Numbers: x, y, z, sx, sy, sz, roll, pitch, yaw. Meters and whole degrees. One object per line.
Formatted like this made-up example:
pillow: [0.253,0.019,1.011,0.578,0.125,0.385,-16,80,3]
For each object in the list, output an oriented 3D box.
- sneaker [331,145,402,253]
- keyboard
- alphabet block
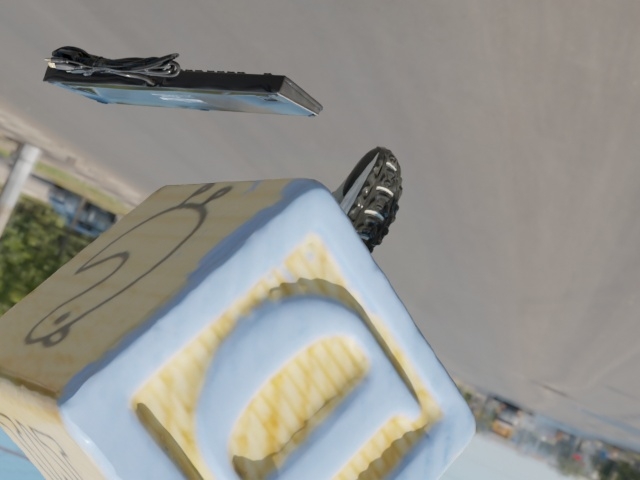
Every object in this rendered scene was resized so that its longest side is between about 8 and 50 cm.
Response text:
sneaker: [0.000,0.000,1.297,0.108,0.271,0.100,38,-171,33]
keyboard: [-0.174,-0.180,1.212,0.317,0.033,0.201,6,176,25]
alphabet block: [-0.064,0.091,0.643,0.197,0.192,0.193,1,127,57]
